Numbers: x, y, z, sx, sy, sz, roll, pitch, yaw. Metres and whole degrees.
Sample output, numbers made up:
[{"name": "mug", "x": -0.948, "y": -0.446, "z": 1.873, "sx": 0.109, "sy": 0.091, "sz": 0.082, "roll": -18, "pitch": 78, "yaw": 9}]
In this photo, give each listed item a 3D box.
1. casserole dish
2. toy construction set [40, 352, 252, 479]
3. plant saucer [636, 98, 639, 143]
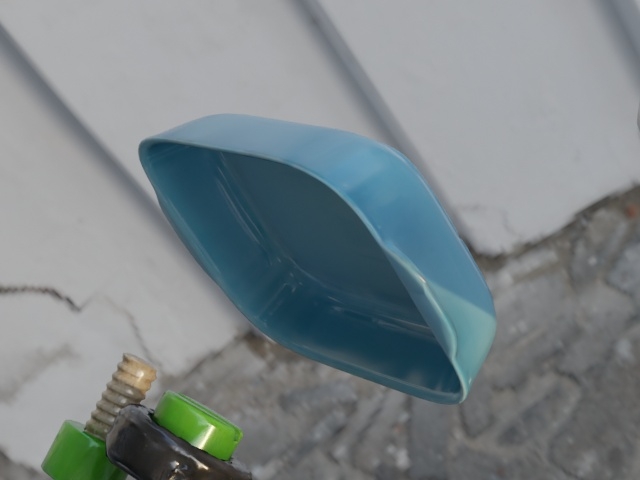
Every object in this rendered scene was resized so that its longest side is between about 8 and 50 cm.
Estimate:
[{"name": "casserole dish", "x": 0.000, "y": 0.000, "z": 0.646, "sx": 0.037, "sy": 0.114, "sz": 0.188, "roll": -42, "pitch": 26, "yaw": -21}, {"name": "toy construction set", "x": 0.012, "y": 0.231, "z": 0.648, "sx": 0.237, "sy": 0.308, "sz": 0.257, "roll": -61, "pitch": 16, "yaw": -2}, {"name": "plant saucer", "x": 0.230, "y": 0.011, "z": 0.425, "sx": 0.310, "sy": 0.310, "sz": 0.050, "roll": 2, "pitch": 72, "yaw": 34}]
